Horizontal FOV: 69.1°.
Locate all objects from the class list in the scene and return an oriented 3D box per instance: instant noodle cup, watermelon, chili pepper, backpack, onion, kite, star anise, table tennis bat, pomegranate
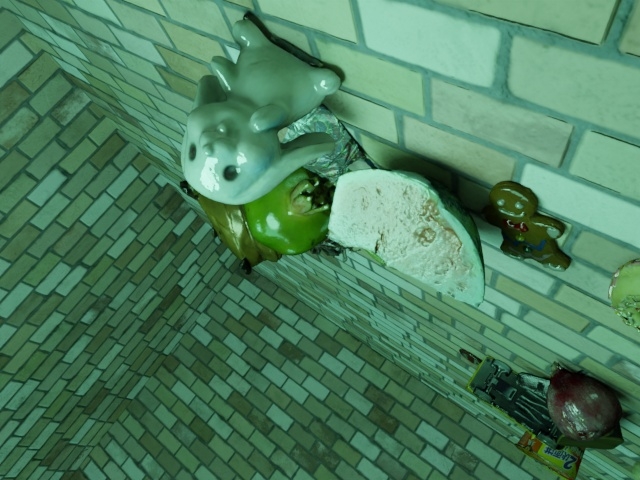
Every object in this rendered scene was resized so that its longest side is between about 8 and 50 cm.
[{"bbox_3d":[0.807,0.693,1.600,0.213,0.174,0.213,33,167,9],"label":"instant noodle cup"},{"bbox_3d":[0.173,-0.016,0.826,0.305,0.180,0.224,28,175,24],"label":"watermelon"},{"bbox_3d":[0.162,0.035,1.308,0.208,0.043,0.049,30,177,28],"label":"chili pepper"},{"bbox_3d":[-0.253,-0.088,1.425,0.377,0.201,0.353,62,178,26],"label":"backpack"},{"bbox_3d":[0.628,0.389,1.140,0.194,0.160,0.159,61,179,30],"label":"onion"},{"bbox_3d":[0.055,-0.140,0.931,0.285,0.015,0.152,41,136,-14],"label":"kite"},{"bbox_3d":[-0.001,0.001,1.444,0.263,0.081,0.230,20,149,-40],"label":"star anise"},{"bbox_3d":[0.574,0.444,1.693,0.155,0.019,0.098,33,166,28],"label":"table tennis bat"},{"bbox_3d":[-0.059,-0.080,1.105,0.236,0.235,0.302,40,166,-14],"label":"pomegranate"}]

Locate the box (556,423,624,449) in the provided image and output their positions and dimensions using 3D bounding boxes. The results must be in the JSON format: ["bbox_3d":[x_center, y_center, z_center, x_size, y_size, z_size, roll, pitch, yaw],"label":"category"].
[{"bbox_3d":[0.726,0.508,1.272,0.145,0.090,0.201,-4,150,21],"label":"box"}]

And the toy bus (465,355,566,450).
[{"bbox_3d":[0.652,0.532,1.522,0.330,0.144,0.152,34,166,19],"label":"toy bus"}]

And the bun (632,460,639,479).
[{"bbox_3d":[0.992,0.696,1.375,0.115,0.069,0.115,33,167,9],"label":"bun"}]

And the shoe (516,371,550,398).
[{"bbox_3d":[0.657,0.428,1.358,0.160,0.062,0.053,16,-177,41],"label":"shoe"}]

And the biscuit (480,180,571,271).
[{"bbox_3d":[0.324,-0.021,0.755,0.138,0.031,0.205,23,159,45],"label":"biscuit"}]

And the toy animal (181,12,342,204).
[{"bbox_3d":[-0.119,-0.207,0.784,0.249,0.289,0.174,55,173,15],"label":"toy animal"}]

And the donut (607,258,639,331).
[{"bbox_3d":[0.490,0.096,0.646,0.175,0.068,0.174,34,165,11],"label":"donut"}]
